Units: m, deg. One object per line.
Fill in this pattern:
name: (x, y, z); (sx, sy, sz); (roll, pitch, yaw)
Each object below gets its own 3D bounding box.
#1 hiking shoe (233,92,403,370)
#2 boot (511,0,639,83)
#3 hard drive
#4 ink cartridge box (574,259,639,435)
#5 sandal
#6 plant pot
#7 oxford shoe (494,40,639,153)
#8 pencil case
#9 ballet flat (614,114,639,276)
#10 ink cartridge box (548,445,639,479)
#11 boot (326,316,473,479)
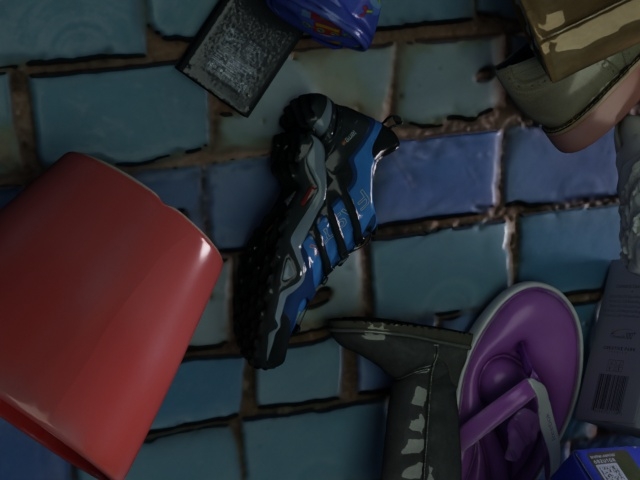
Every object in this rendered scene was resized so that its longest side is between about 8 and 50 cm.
hiking shoe: (0.000, 0.000, 1.636); (0.132, 0.113, 0.304); (14, 95, -23)
boot: (0.361, -0.230, 1.622); (0.270, 0.089, 0.236); (-23, 83, 0)
hard drive: (-0.078, -0.211, 1.611); (0.094, 0.022, 0.135); (35, 87, -24)
ink cartridge box: (0.494, 0.127, 1.842); (0.309, 0.130, 0.271); (19, 81, -24)
sandal: (0.214, 0.254, 1.780); (0.169, 0.102, 0.416); (19, 93, -24)
plant pot: (-0.240, 0.066, 1.487); (0.275, 0.275, 0.243); (42, 73, -24)
oxford shoe: (0.355, -0.290, 1.710); (0.146, 0.140, 0.397); (39, 84, -19)
pencil case: (0.066, -0.337, 1.580); (0.306, 0.119, 0.133); (-59, 153, -9)
ballet flat: (0.411, -0.133, 1.718); (0.147, 0.147, 0.409); (42, 70, -24)
ink cartridge box: (0.338, 0.362, 1.701); (0.270, 0.151, 0.395); (2, 133, -35)
boot: (0.084, 0.195, 1.711); (0.190, 0.076, 0.208); (10, 91, -15)
